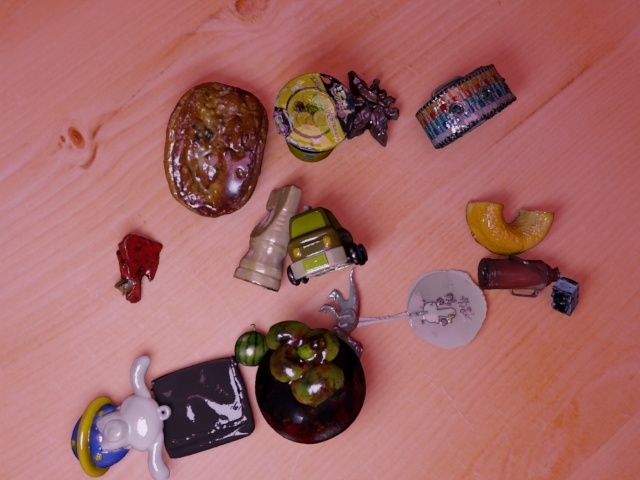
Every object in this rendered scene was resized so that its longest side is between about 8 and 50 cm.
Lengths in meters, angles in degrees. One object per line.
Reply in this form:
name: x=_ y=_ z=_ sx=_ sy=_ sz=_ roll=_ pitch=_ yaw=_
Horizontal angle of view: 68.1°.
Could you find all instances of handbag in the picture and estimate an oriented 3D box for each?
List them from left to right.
handbag: x=-0.317 y=0.450 z=1.290 sx=0.246 sy=0.080 sz=0.223 roll=-16 pitch=78 yaw=-4

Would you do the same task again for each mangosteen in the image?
mangosteen: x=-0.026 y=0.360 z=1.209 sx=0.311 sy=0.311 sz=0.311 roll=1 pitch=83 yaw=-4

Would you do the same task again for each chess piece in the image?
chess piece: x=-0.134 y=-0.014 z=1.329 sx=0.137 sy=0.137 sz=0.301 roll=19 pitch=82 yaw=-2

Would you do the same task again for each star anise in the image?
star anise: x=0.130 y=-0.400 z=1.413 sx=0.220 sy=0.099 sz=0.214 roll=25 pitch=73 yaw=-1

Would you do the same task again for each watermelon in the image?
watermelon: x=-0.188 y=0.295 z=1.307 sx=0.108 sy=0.109 sz=0.109 roll=1 pitch=83 yaw=-4

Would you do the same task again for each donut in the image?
donut: x=0.566 y=-0.029 z=1.409 sx=0.258 sy=0.101 sz=0.152 roll=7 pitch=88 yaw=-8

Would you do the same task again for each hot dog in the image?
hot dog: x=-0.289 y=-0.258 z=1.323 sx=0.266 sy=0.174 sz=0.388 roll=11 pitch=82 yaw=-5

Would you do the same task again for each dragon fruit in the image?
dragon fruit: x=-0.524 y=0.080 z=1.331 sx=0.092 sy=0.122 sz=0.192 roll=-2 pitch=86 yaw=35

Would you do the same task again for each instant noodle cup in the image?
instant noodle cup: x=-0.022 y=-0.317 z=1.319 sx=0.215 sy=0.236 sz=0.216 roll=1 pitch=83 yaw=-4

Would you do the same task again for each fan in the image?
fan: x=0.283 y=0.213 z=1.378 sx=0.414 sy=0.012 sz=0.233 roll=-11 pitch=73 yaw=-2

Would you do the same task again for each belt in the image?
belt: x=0.421 y=-0.405 z=1.380 sx=0.295 sy=0.207 sz=0.161 roll=-33 pitch=89 yaw=-9

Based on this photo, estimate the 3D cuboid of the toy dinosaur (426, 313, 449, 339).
toy dinosaur: x=0.357 y=0.252 z=1.392 sx=0.119 sy=0.029 sz=0.060 roll=44 pitch=66 yaw=7

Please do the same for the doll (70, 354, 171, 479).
doll: x=-0.517 y=0.453 z=1.208 sx=0.242 sy=0.159 sz=0.311 roll=-6 pitch=76 yaw=21

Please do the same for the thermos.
thermos: x=0.590 y=0.105 z=1.388 sx=0.232 sy=0.099 sz=0.124 roll=3 pitch=97 yaw=-4

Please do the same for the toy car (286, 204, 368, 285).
toy car: x=0.000 y=0.000 z=1.280 sx=0.204 sy=0.248 sz=0.198 roll=-20 pitch=82 yaw=14

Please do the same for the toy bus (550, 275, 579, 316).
toy bus: x=0.717 y=0.157 z=1.379 sx=0.060 sy=0.123 sz=0.075 roll=29 pitch=69 yaw=41

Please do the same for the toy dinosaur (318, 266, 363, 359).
toy dinosaur: x=0.083 y=0.204 z=1.357 sx=0.167 sy=0.053 sz=0.242 roll=26 pitch=78 yaw=-2
